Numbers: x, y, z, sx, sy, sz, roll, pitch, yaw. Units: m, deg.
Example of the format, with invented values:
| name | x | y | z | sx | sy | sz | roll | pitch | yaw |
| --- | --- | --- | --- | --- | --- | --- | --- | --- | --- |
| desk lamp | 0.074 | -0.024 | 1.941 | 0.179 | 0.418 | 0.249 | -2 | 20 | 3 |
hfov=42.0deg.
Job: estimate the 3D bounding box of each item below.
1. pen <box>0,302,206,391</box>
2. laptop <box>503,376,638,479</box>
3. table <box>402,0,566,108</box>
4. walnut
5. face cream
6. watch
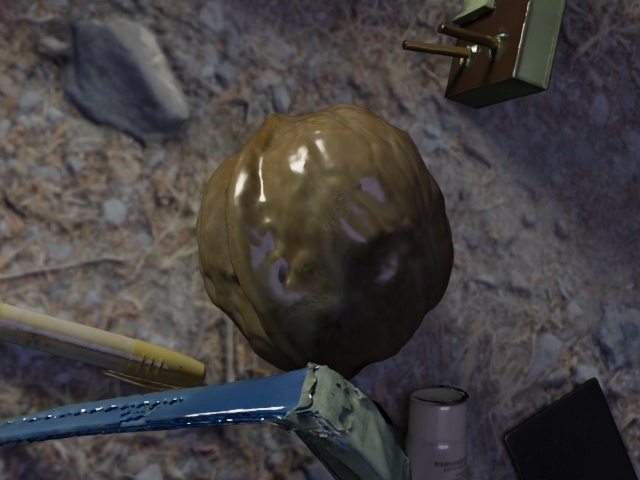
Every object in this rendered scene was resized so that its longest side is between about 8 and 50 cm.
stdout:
| name | x | y | z | sx | sy | sz | roll | pitch | yaw |
| --- | --- | --- | --- | --- | --- | --- | --- | --- | --- |
| pen | -0.208 | 0.088 | 0.701 | 0.234 | 0.032 | 0.040 | 19 | 107 | -19 |
| laptop | 0.283 | 0.264 | 0.908 | 0.135 | 0.016 | 0.197 | -26 | 98 | -19 |
| table | 0.162 | -0.264 | 0.799 | 0.111 | 0.121 | 0.240 | 15 | 84 | -21 |
| walnut | 0.000 | 0.000 | 0.689 | 0.224 | 0.224 | 0.224 | 0 | 90 | -22 |
| face cream | 0.110 | 0.266 | 0.818 | 0.092 | 0.058 | 0.243 | -2 | 97 | -26 |
| watch | -0.091 | 0.176 | 0.658 | 0.275 | 0.068 | 0.276 | -34 | 109 | 25 |
